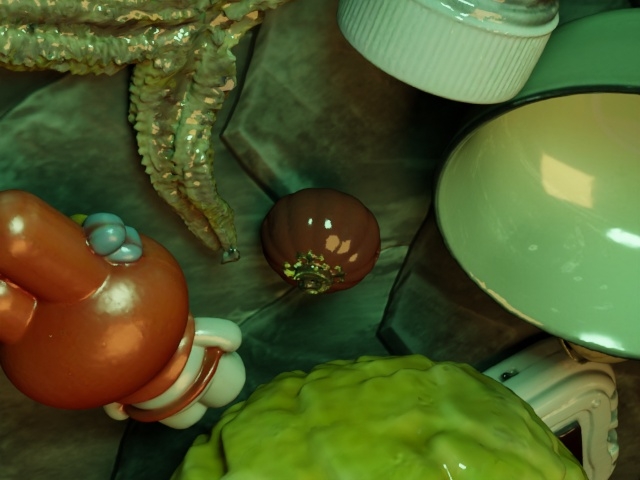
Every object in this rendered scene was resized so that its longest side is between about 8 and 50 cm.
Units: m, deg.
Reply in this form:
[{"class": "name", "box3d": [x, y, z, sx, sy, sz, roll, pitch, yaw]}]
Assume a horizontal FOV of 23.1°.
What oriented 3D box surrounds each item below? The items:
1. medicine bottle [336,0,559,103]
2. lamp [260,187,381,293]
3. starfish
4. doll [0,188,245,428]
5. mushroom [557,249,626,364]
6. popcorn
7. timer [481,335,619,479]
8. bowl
[{"class": "medicine bottle", "box3d": [0.127, -0.245, 1.083, 0.165, 0.165, 0.273, 0, 127, -36]}, {"class": "lamp", "box3d": [0.000, 0.000, 1.288, 0.101, 0.090, 0.101, 4, 142, 3]}, {"class": "starfish", "box3d": [-0.098, -0.141, 1.044, 0.384, 0.132, 0.398, 11, 145, -43]}, {"class": "doll", "box3d": [-0.172, 0.058, 1.185, 0.161, 0.130, 0.290, -30, 137, 20]}, {"class": "mushroom", "box3d": [0.269, 0.044, 1.504, 0.154, 0.122, 0.154, -3, 94, -54]}, {"class": "popcorn", "box3d": [0.049, 0.252, 1.368, 0.390, 0.344, 0.354, 17, 122, -34]}, {"class": "timer", "box3d": [0.212, 0.227, 1.661, 0.237, 0.087, 0.262, -27, 140, -12]}, {"class": "bowl", "box3d": [0.283, -0.069, 1.300, 0.354, 0.354, 0.185, 70, 34, -49]}]
